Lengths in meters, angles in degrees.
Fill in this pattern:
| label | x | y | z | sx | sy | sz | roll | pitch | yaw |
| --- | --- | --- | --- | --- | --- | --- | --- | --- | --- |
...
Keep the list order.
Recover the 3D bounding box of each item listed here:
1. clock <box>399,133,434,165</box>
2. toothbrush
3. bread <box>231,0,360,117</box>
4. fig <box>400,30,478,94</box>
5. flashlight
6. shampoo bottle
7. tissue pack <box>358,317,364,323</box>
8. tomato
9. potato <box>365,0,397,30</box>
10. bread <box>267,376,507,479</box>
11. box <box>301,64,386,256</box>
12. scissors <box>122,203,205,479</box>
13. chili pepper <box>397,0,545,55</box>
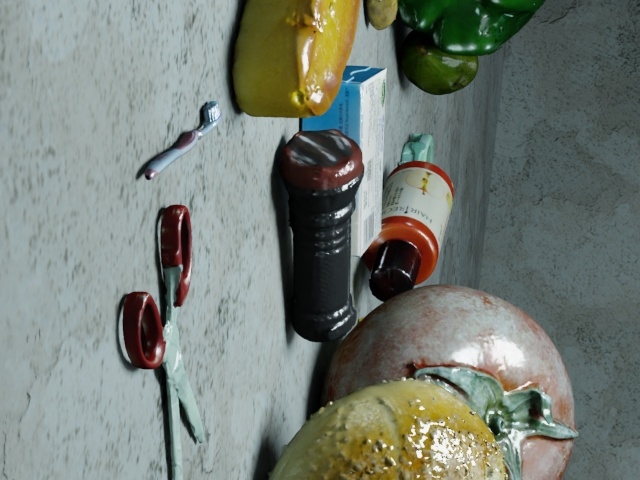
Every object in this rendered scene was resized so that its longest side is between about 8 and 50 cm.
| label | x | y | z | sx | sy | sz | roll | pitch | yaw |
| --- | --- | --- | --- | --- | --- | --- | --- | --- | --- |
| clock | 0.151 | -0.113 | 2.410 | 0.135 | 0.041 | 0.101 | -47 | 140 | -71 |
| toothbrush | -0.105 | -0.077 | 1.179 | 0.193 | 0.013 | 0.019 | -59 | 144 | -67 |
| bread | -0.017 | -0.222 | 1.389 | 0.102 | 0.094 | 0.245 | 67 | 28 | -54 |
| fig | 0.165 | -0.273 | 2.282 | 0.177 | 0.117 | 0.117 | -15 | 109 | -64 |
| flashlight | 0.000 | 0.000 | 1.586 | 0.093 | 0.093 | 0.232 | -72 | 166 | -53 |
| shampoo bottle | 0.119 | -0.006 | 2.108 | 0.278 | 0.104 | 0.104 | -69 | 159 | -58 |
| tissue pack | 0.088 | 0.194 | 2.042 | 0.062 | 0.095 | 0.176 | 81 | 17 | -52 |
| tomato | 0.152 | 0.210 | 1.822 | 0.283 | 0.317 | 0.316 | -3 | -99 | 58 |
| potato | 0.079 | -0.312 | 1.974 | 0.051 | 0.040 | 0.083 | -48 | 152 | -35 |
| bread | 0.077 | 0.296 | 1.565 | 0.159 | 0.306 | 0.305 | 34 | -50 | 54 |
| box | 0.026 | -0.091 | 1.690 | 0.139 | 0.073 | 0.194 | -48 | 140 | -72 |
| scissors | -0.115 | 0.103 | 1.190 | 0.144 | 0.017 | 0.247 | -73 | 164 | -48 |
| chili pepper | 0.223 | -0.390 | 2.207 | 0.256 | 0.249 | 0.233 | -53 | 158 | -54 |
